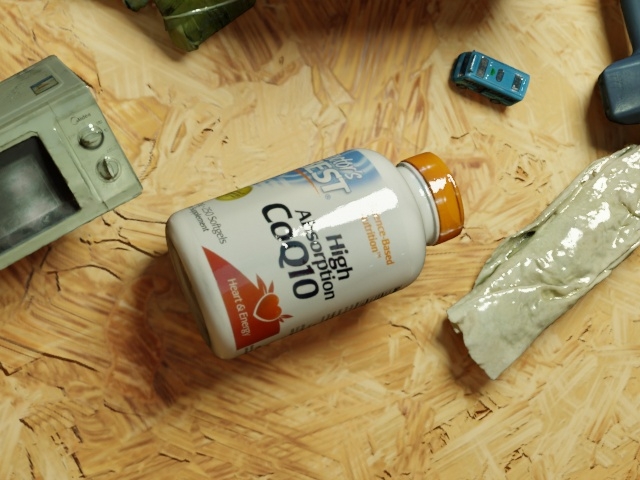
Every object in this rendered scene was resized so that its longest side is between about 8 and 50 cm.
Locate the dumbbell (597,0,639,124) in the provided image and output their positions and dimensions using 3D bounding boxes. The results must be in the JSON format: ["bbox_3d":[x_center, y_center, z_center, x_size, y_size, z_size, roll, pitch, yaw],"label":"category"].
[{"bbox_3d":[0.373,-0.296,0.982,0.157,0.144,0.316,-14,93,-15],"label":"dumbbell"}]

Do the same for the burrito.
[{"bbox_3d":[0.303,-0.003,0.998,0.392,0.076,0.117,-40,99,-11],"label":"burrito"}]

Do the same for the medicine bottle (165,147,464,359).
[{"bbox_3d":[0.000,0.000,0.872,0.289,0.157,0.156,-21,96,-14],"label":"medicine bottle"}]

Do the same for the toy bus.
[{"bbox_3d":[0.196,-0.188,0.983,0.083,0.046,0.038,20,85,-16],"label":"toy bus"}]

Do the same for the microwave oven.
[{"bbox_3d":[-0.291,-0.059,0.787,0.205,0.163,0.129,-31,122,-12],"label":"microwave oven"}]

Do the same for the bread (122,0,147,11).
[{"bbox_3d":[-0.190,-0.324,0.854,0.103,0.156,0.110,-30,65,-20],"label":"bread"}]

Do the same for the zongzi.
[{"bbox_3d":[-0.127,-0.266,0.872,0.104,0.052,0.113,-42,130,-17],"label":"zongzi"}]
